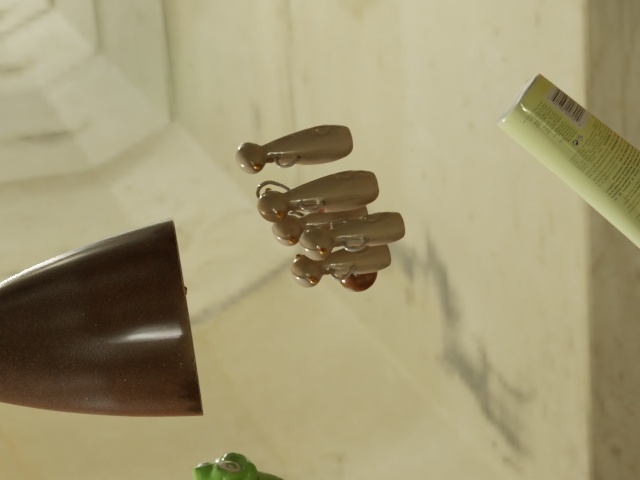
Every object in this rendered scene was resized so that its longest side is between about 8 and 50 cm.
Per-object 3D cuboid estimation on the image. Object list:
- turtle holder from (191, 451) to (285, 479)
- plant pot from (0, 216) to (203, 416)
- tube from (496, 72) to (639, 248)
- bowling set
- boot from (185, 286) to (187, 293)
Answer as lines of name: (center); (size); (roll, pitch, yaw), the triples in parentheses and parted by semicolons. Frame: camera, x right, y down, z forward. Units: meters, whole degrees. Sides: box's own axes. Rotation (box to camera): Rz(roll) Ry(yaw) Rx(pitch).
turtle holder: (-0.026, 0.374, 1.775); (0.227, 0.320, 0.243); (13, 160, -38)
plant pot: (-0.254, 0.098, 1.807); (0.230, 0.215, 0.215); (-8, -160, -6)
tube: (0.266, -0.051, 1.514); (0.240, 0.070, 0.062); (38, -162, -3)
bowling set: (0.000, 0.000, 2.132); (0.154, 0.200, 0.287); (-12, -148, -11)
boot: (-0.227, 0.088, 2.094); (0.118, 0.042, 0.087); (3, -131, -1)
